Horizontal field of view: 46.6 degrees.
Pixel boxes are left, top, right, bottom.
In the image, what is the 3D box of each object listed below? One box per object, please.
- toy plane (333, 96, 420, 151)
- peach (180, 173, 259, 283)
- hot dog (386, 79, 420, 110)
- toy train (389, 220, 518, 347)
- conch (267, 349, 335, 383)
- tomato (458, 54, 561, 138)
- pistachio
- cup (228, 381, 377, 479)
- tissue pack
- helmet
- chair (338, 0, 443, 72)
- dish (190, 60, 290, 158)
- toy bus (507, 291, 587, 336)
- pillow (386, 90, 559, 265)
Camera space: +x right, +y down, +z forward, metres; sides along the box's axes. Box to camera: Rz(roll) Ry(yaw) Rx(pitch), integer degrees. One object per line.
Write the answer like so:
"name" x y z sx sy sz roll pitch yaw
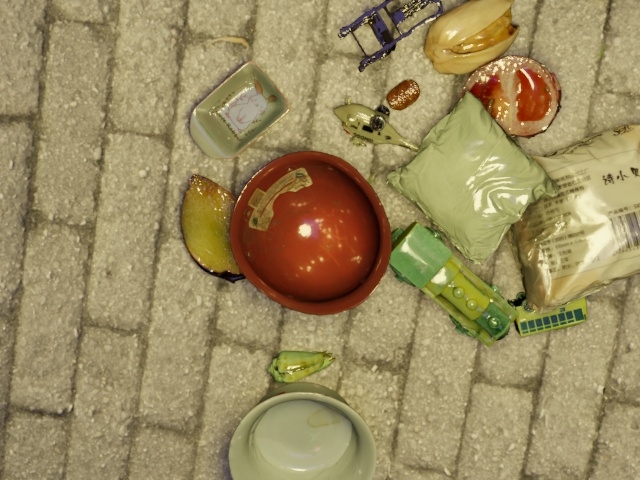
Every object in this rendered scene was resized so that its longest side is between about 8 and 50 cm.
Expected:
"toy plane" 0.160 -0.247 1.760 0.286 0.092 0.108 22 118 0
"peach" -0.244 -0.033 1.806 0.189 0.068 0.279 -18 98 12
"hot dog" 0.197 -0.345 1.768 0.083 0.035 0.058 -35 95 5
"toy train" 0.306 0.107 1.717 0.369 0.237 0.150 40 94 -3
"conch" -0.047 0.304 1.820 0.170 0.106 0.079 -14 97 0
"tomato" 0.431 -0.337 1.711 0.228 0.112 0.199 -3 118 12
"pistachio" 0.348 -0.470 1.698 0.229 0.157 0.157 -27 95 -3
"cup" -0.041 0.481 1.795 0.347 0.163 0.347 0 108 0
"tissue pack" 0.606 -0.059 1.699 0.376 0.195 0.390 -15 83 7
"helmet" 0.000 0.000 1.707 0.385 0.230 0.337 40 90 16
"chair" 0.163 -0.497 1.711 0.229 0.113 0.106 -31 96 6
"dish" -0.199 -0.298 1.773 0.234 0.064 0.154 -39 94 5
"toy bus" 0.550 0.167 1.792 0.175 0.088 0.101 -14 96 6
"pillow" 0.336 -0.128 1.668 0.283 0.138 0.310 -44 81 18
